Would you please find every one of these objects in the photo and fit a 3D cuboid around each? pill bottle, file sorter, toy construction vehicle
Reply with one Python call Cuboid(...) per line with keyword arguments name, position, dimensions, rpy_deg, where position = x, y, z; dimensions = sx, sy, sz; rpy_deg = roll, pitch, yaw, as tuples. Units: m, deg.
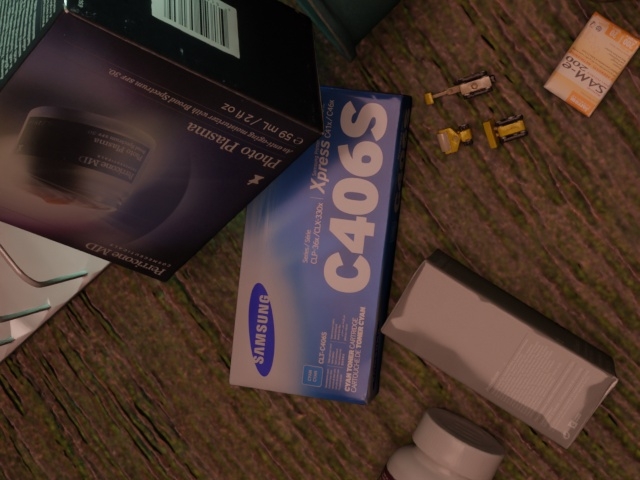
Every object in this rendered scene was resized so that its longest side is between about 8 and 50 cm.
Cuboid(name="pill bottle", position=(0.111, 0.307, 1.418), dimensions=(0.121, 0.121, 0.221), rpy_deg=(29, 100, 8))
Cuboid(name="file sorter", position=(-0.397, 0.020, 1.469), dimensions=(0.277, 0.173, 0.193), rpy_deg=(-41, 86, 12))
Cuboid(name="toy construction vehicle", position=(0.173, -0.142, 1.414), dimensions=(0.098, 0.035, 0.086), rpy_deg=(-19, 102, 15))

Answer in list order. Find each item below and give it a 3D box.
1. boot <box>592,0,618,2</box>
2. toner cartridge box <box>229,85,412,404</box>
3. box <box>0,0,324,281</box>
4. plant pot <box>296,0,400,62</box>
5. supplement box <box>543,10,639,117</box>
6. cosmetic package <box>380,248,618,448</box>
Cuboid(name="boot", position=(0.379, -0.303, 1.266), dimensions=(0.262, 0.203, 0.095), rpy_deg=(-10, 94, 13))
Cuboid(name="toner cartridge box", position=(0.000, 0.000, 1.436), dimensions=(0.165, 0.075, 0.348), rpy_deg=(7, 96, 13))
Cuboid(name="box", position=(-0.201, -0.137, 1.296), dimensions=(0.296, 0.183, 0.294), rpy_deg=(23, 134, -31))
Cuboid(name="plant pot", position=(0.054, -0.414, 1.277), dimensions=(0.334, 0.341, 0.341), rpy_deg=(-38, 87, 4))
Cuboid(name="supplement box", position=(0.295, -0.190, 1.379), dimensions=(0.062, 0.036, 0.098), rpy_deg=(35, 101, 7))
Cuboid(name="cosmetic package", position=(0.194, 0.113, 1.382), dimensions=(0.238, 0.127, 0.107), rpy_deg=(34, 101, 5))
